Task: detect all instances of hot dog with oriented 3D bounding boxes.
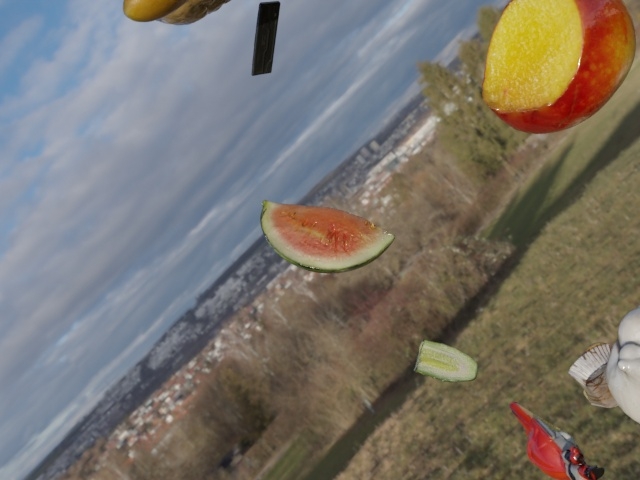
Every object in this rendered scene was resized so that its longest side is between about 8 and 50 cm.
[{"bbox_3d":[0.600,0.284,1.518,0.131,0.253,0.069,-45,47,7],"label":"hot dog"}]

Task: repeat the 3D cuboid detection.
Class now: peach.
[{"bbox_3d":[0.300,-0.238,0.929,0.192,0.190,0.190,-33,-1,-19],"label":"peach"}]

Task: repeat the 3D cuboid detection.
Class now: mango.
[{"bbox_3d":[-0.179,-0.348,0.907,0.184,0.085,0.102,-50,-2,23],"label":"mango"}]

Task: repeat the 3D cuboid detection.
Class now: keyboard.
[{"bbox_3d":[-0.112,-0.409,1.460,0.053,0.010,0.155,-19,-45,-37],"label":"keyboard"}]

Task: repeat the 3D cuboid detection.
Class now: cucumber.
[{"bbox_3d":[0.218,0.219,1.251,0.035,0.108,0.067,108,180,-56],"label":"cucumber"}]

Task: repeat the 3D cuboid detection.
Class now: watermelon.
[{"bbox_3d":[-0.001,-0.003,1.242,0.063,0.245,0.119,44,-118,-74],"label":"watermelon"}]

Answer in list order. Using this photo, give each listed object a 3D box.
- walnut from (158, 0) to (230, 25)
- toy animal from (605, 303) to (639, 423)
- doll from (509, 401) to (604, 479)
[{"bbox_3d":[-0.243,-0.517,1.202,0.277,0.252,0.313,-40,-3,-13],"label":"walnut"},{"bbox_3d":[0.499,0.144,0.926,0.265,0.206,0.271,-51,39,27],"label":"toy animal"},{"bbox_3d":[0.303,0.276,0.915,0.057,0.109,0.169,-30,12,-2],"label":"doll"}]
